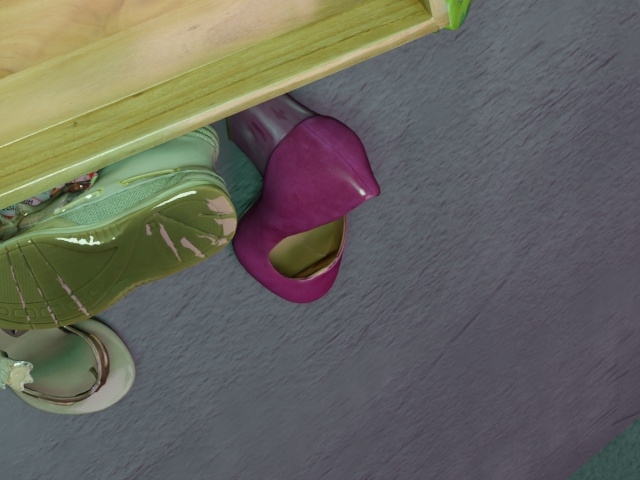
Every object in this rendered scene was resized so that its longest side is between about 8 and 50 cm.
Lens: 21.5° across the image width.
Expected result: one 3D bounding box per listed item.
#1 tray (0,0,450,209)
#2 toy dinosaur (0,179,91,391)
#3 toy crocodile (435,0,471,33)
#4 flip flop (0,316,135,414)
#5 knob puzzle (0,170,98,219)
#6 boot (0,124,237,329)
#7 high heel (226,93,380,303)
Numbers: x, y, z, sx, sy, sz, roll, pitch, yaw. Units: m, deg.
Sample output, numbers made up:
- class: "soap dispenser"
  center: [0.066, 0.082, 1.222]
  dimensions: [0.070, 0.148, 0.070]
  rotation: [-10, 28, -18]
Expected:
- class: "tray"
  center: [-0.120, -0.178, 1.227]
  dimensions: [0.411, 0.076, 0.202]
  rotation: [-23, 132, -8]
- class: "toy dinosaur"
  center: [-0.325, 0.037, 1.345]
  dimensions: [0.296, 0.200, 0.127]
  rotation: [-5, 104, -6]
- class: "toy crocodile"
  center: [0.068, -0.280, 1.484]
  dimensions: [0.340, 0.115, 0.105]
  rotation: [59, 49, -62]
- class: "flip flop"
  center: [-0.251, 0.111, 1.604]
  dimensions: [0.112, 0.080, 0.277]
  rotation: [-42, 152, -6]
- class: "knob puzzle"
  center: [-0.239, -0.025, 1.467]
  dimensions: [0.213, 0.030, 0.213]
  rotation: [-21, 132, -25]
- class: "boot"
  center: [-0.170, -0.018, 1.280]
  dimensions: [0.213, 0.165, 0.077]
  rotation: [-21, 117, 3]
- class: "high heel"
  center: [0.000, 0.000, 1.685]
  dimensions: [0.127, 0.181, 0.377]
  rotation: [-39, 151, -11]
